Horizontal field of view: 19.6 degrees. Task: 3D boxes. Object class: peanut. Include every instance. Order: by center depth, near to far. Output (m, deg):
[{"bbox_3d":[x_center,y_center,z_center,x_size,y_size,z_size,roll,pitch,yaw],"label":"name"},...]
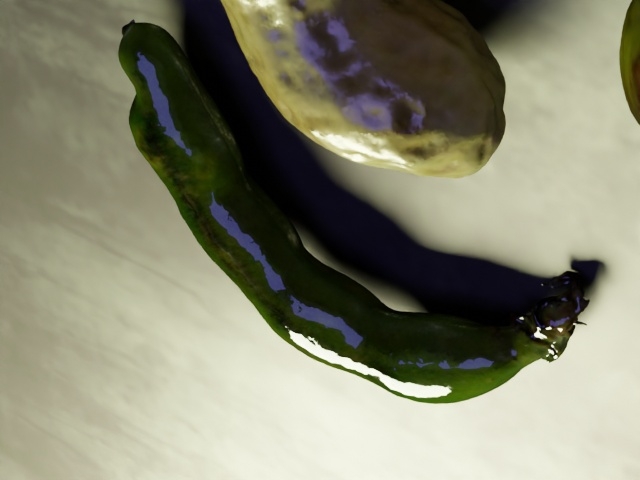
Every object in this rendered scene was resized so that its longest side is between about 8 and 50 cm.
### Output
[{"bbox_3d":[0.001,-0.120,0.860,0.229,0.098,0.103,55,170,-17],"label":"peanut"}]

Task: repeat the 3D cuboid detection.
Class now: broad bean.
[{"bbox_3d":[0.000,0.000,1.002,0.292,0.049,0.144,33,132,10],"label":"broad bean"}]

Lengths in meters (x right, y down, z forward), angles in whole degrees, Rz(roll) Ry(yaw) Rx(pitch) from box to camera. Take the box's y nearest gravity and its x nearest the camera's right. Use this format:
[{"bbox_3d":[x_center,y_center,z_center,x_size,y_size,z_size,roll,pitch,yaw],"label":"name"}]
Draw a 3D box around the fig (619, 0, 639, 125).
[{"bbox_3d":[0.212,-0.051,0.692,0.191,0.181,0.181,-16,114,21],"label":"fig"}]
